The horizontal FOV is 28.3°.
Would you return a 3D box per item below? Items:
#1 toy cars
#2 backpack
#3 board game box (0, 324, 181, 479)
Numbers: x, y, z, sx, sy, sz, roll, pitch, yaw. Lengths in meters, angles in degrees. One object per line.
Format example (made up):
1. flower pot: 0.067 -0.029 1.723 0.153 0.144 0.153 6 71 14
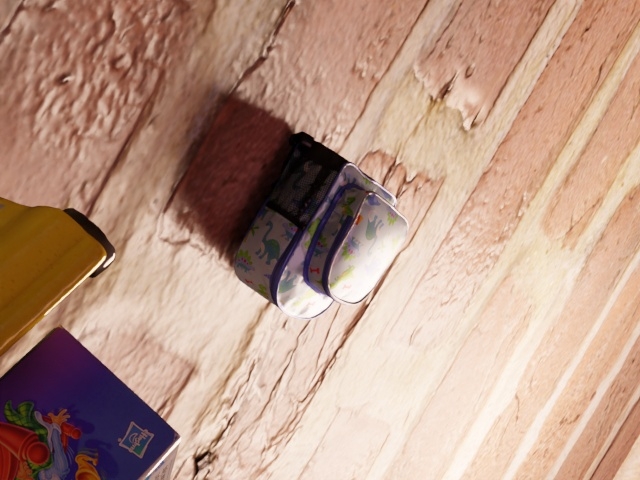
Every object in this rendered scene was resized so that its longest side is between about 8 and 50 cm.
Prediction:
1. toy cars: -0.189 0.050 0.518 0.176 0.087 0.394 -39 -171 16
2. backpack: 0.000 0.000 0.897 0.114 0.084 0.105 -56 149 0
3. board game box: -0.192 0.205 0.669 0.233 0.078 0.347 -45 171 -24
